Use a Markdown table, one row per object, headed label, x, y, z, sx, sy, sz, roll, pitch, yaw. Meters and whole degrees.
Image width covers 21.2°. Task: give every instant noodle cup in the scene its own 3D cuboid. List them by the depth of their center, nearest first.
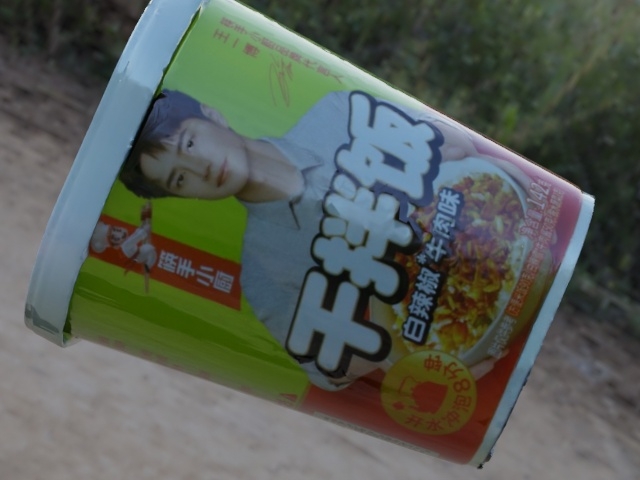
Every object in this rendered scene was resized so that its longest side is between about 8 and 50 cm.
| label | x | y | z | sx | sy | sz | roll | pitch | yaw |
| --- | --- | --- | --- | --- | --- | --- | --- | --- | --- |
| instant noodle cup | 0.000 | 0.000 | 1.145 | 0.308 | 0.293 | 0.294 | 24 | 17 | 0 |
